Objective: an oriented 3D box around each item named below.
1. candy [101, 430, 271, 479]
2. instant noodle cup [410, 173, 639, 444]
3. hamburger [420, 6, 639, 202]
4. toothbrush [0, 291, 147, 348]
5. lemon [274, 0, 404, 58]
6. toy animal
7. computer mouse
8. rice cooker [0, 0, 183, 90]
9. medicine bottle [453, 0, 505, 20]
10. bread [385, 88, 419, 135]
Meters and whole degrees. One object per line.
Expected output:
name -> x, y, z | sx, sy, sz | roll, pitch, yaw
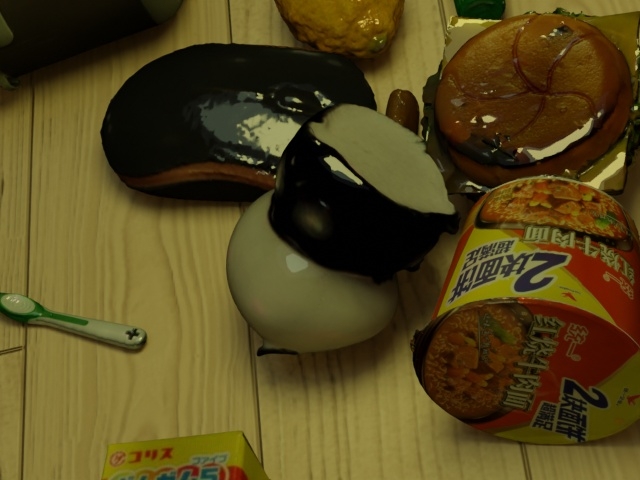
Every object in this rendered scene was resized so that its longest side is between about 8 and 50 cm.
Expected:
candy -> -0.132, 0.309, 1.404 | 0.146, 0.088, 0.276 | -7, 47, 16
instant noodle cup -> 0.198, 0.055, 1.423 | 0.213, 0.213, 0.174 | -1, 48, 18
hamburger -> 0.217, -0.114, 1.564 | 0.243, 0.138, 0.261 | 4, 62, 25
toothbrush -> -0.314, 0.073, 1.689 | 0.304, 0.030, 0.030 | 12, 61, 26
lemon -> 0.021, -0.274, 1.749 | 0.142, 0.142, 0.187 | -33, 57, -6
toy animal -> 0.008, -0.001, 1.515 | 0.165, 0.235, 0.187 | 14, 35, -25
computer mouse -> -0.093, -0.129, 1.704 | 0.323, 0.116, 0.183 | 2, 62, 19
rice cooker -> -0.347, -0.362, 1.827 | 0.325, 0.335, 0.335 | -19, 52, 6
medicine bottle -> 0.160, -0.369, 1.807 | 0.111, 0.076, 0.309 | -15, 52, 11
bread -> 0.083, -0.115, 1.672 | 0.036, 0.047, 0.083 | -5, 54, 18
